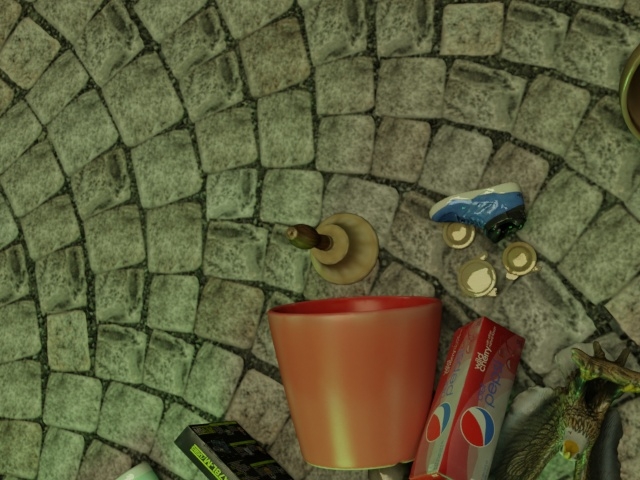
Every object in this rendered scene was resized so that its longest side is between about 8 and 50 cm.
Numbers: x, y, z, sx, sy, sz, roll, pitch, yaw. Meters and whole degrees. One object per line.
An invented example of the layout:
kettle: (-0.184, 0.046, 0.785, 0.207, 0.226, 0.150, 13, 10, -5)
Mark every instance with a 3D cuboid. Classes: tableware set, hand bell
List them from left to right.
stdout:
hand bell: (0.000, 0.000, 1.653, 0.126, 0.242, 0.126, -3, 82, 20)
tableware set: (0.276, 0.007, 1.669, 0.141, 0.020, 0.168, -21, 76, 15)

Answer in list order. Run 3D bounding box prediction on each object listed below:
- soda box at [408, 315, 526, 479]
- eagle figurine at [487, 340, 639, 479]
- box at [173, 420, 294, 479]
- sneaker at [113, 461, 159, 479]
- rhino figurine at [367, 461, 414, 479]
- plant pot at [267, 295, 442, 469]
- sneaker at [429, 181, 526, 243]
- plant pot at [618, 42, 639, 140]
soda box: (0.224, 0.253, 1.551, 0.083, 0.092, 0.263, 28, 61, -13)
eagle figurine: (0.369, 0.302, 1.511, 0.226, 0.225, 0.298, 41, 118, 45)
box: (-0.129, 0.375, 1.684, 0.184, 0.191, 0.045, 39, 97, 19)
sneaker: (-0.368, 0.524, 1.807, 0.256, 0.094, 0.151, -38, 76, 13)
rhino figurine: (0.135, 0.448, 1.623, 0.073, 0.106, 0.243, -20, 77, 18)
plant pot: (0.061, 0.218, 1.609, 0.275, 0.275, 0.243, -4, 91, 20)
sneaker: (0.254, -0.034, 1.641, 0.152, 0.058, 0.084, -14, 68, 10)
plant pot: (0.558, -0.250, 1.521, 0.237, 0.237, 0.109, -17, 38, 18)
